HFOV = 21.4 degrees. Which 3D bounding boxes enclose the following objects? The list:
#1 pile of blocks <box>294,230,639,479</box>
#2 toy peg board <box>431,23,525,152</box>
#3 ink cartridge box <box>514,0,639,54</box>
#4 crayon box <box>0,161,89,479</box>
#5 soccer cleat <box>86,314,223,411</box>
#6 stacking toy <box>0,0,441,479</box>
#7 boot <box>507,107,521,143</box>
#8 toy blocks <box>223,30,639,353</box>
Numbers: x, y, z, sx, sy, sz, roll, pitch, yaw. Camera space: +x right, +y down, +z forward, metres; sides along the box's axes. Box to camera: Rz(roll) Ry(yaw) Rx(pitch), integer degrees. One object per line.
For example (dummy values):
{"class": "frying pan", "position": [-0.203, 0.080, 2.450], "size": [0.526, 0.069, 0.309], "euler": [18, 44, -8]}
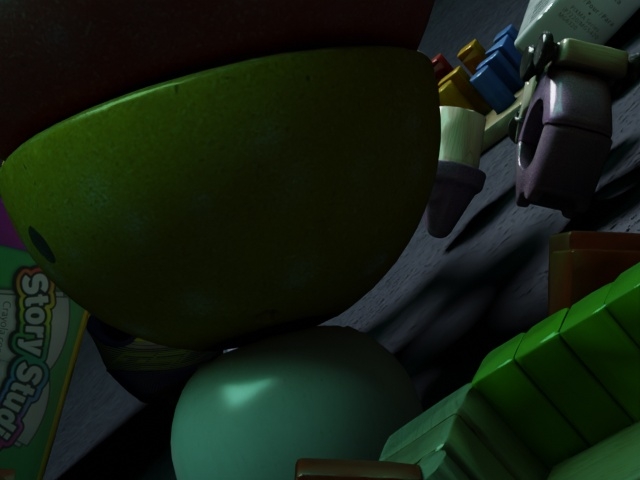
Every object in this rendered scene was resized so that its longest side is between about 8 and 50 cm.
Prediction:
{"class": "pile of blocks", "position": [0.054, 0.095, 0.555], "size": [0.362, 0.112, 0.149], "euler": [-47, 10, -29]}
{"class": "toy peg board", "position": [0.115, -0.123, 1.453], "size": [0.160, 0.079, 0.161], "euler": [-37, 10, 29]}
{"class": "ink cartridge box", "position": [0.270, -0.265, 1.422], "size": [0.239, 0.060, 0.275], "euler": [-47, 6, 23]}
{"class": "crayon box", "position": [-0.261, 0.084, 1.451], "size": [0.313, 0.106, 0.363], "euler": [-150, 76, -82]}
{"class": "soccer cleat", "position": [-0.079, 0.029, 1.416], "size": [0.289, 0.121, 0.093], "euler": [-39, 10, 22]}
{"class": "stacking toy", "position": [-0.054, -0.073, 0.790], "size": [0.350, 0.480, 0.350], "euler": [-15, -10, -3]}
{"class": "boot", "position": [0.175, -0.107, 1.248], "size": [0.106, 0.037, 0.114], "euler": [-29, 12, -1]}
{"class": "toy blocks", "position": [0.000, 0.000, 1.083], "size": [0.288, 0.309, 0.260], "euler": [132, 149, -77]}
